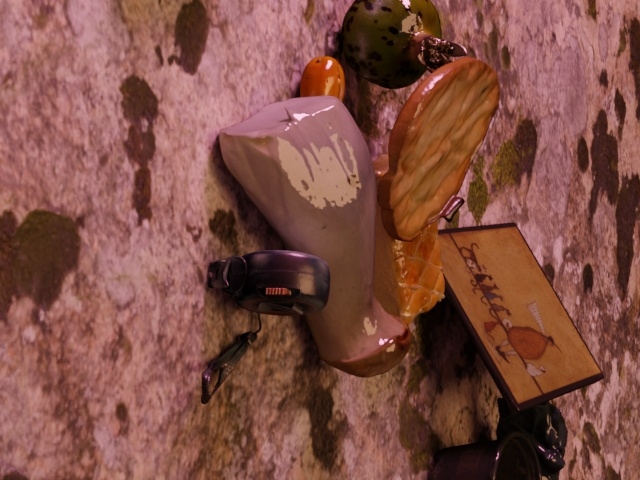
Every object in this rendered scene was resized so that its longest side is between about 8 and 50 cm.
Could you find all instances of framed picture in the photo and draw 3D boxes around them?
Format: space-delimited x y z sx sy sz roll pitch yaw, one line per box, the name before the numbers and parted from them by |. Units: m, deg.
framed picture | 0.253 0.092 2.117 0.338 0.014 0.255 -4 63 -62

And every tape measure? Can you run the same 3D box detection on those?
tape measure | -0.052 0.092 1.573 0.104 0.107 0.180 54 39 -51

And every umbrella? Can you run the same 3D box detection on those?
umbrella | 0.278 0.317 2.128 0.094 0.143 0.349 -1 82 -54

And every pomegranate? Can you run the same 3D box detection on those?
pomegranate | 0.095 -0.227 1.833 0.122 0.161 0.122 -23 126 -37

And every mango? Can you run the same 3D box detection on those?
mango | 0.003 -0.155 1.761 0.060 0.046 0.089 -11 102 -62

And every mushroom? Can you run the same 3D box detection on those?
mushroom | 0.000 0.000 1.697 0.159 0.122 0.329 -28 116 -20

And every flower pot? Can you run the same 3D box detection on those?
flower pot | 0.202 0.318 2.026 0.157 0.106 0.157 13 75 -57

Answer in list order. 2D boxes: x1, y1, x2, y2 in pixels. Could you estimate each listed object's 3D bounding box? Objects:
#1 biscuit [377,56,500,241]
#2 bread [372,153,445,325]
biscuit | 0.133 -0.111 1.801 0.260 0.041 0.203 -44 142 -43
bread | 0.089 -0.003 1.883 0.125 0.068 0.188 -32 115 -58
